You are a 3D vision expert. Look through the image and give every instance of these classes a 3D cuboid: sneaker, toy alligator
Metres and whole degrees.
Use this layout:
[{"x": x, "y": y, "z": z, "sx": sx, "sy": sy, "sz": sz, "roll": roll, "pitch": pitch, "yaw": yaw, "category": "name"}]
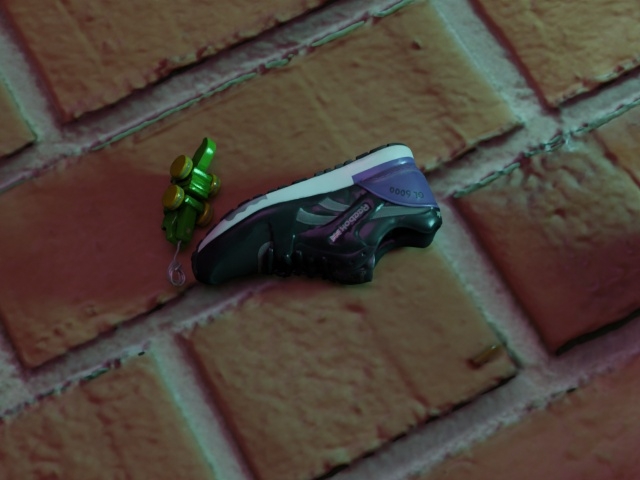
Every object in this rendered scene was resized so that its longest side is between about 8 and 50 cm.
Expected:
[{"x": 0.000, "y": 0.000, "z": 1.726, "sx": 0.283, "sy": 0.107, "sz": 0.124, "roll": -25, "pitch": 70, "yaw": -9, "category": "sneaker"}, {"x": -0.160, "y": -0.031, "z": 1.781, "sx": 0.051, "sy": 0.056, "sz": 0.190, "roll": -15, "pitch": 54, "yaw": 45, "category": "toy alligator"}]
